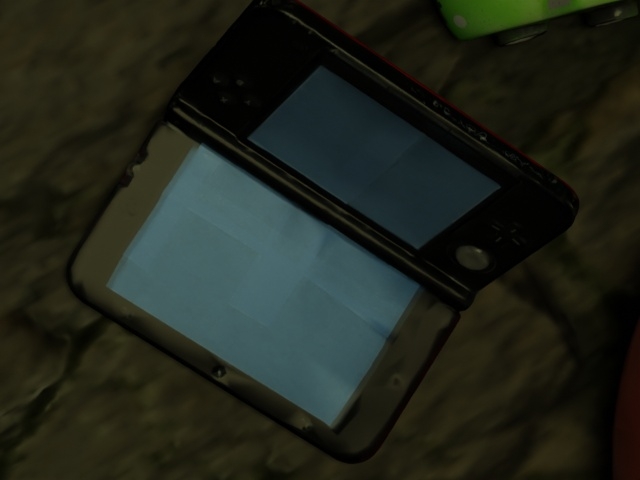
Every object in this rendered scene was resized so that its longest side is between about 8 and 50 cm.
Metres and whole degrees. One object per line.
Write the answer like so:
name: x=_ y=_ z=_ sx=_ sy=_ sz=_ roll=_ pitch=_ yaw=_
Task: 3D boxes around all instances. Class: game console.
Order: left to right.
game console: x=0.000 y=0.000 z=0.646 sx=0.144 sy=0.124 sz=0.085 roll=33 pitch=55 yaw=-13

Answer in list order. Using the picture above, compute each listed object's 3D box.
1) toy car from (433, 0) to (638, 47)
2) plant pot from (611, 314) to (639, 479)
toy car: x=0.154 y=-0.125 z=0.700 sx=0.225 sy=0.053 sz=0.239 roll=-15 pitch=93 yaw=-15
plant pot: x=0.274 y=0.093 z=0.611 sx=0.274 sy=0.243 sz=0.275 roll=-3 pitch=102 yaw=-15
